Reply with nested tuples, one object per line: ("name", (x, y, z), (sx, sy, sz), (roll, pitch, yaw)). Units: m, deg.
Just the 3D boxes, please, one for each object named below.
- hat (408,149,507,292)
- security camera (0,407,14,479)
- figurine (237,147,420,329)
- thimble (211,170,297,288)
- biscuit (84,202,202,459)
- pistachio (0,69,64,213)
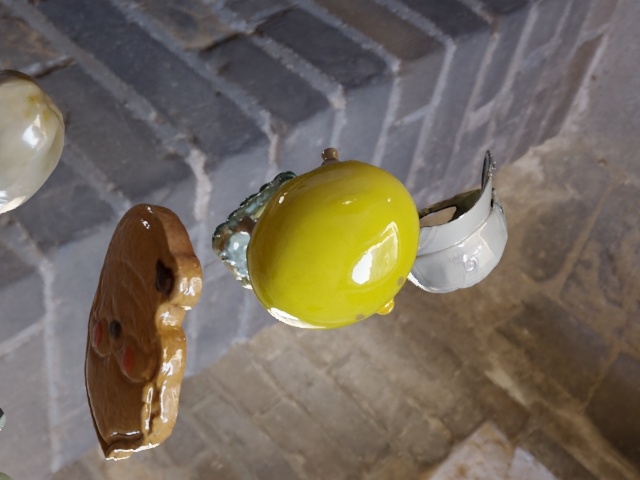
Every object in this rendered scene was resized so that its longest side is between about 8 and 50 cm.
("hat", (0.207, -0.014, 1.457), (0.161, 0.232, 0.275), (52, 173, 13))
("security camera", (-0.557, 0.396, 1.444), (0.197, 0.191, 0.277), (-2, 126, 18))
("figurine", (0.000, 0.000, 1.176), (0.187, 0.215, 0.343), (42, 176, -11))
("thimble", (-0.115, -0.017, 2.094), (0.254, 0.288, 0.167), (-37, 101, 28))
("biscuit", (-0.325, 0.160, 1.636), (0.349, 0.078, 0.455), (28, 108, 58))
("pistachio", (-0.505, -0.145, 1.461), (0.288, 0.197, 0.166), (-42, 64, 37))
